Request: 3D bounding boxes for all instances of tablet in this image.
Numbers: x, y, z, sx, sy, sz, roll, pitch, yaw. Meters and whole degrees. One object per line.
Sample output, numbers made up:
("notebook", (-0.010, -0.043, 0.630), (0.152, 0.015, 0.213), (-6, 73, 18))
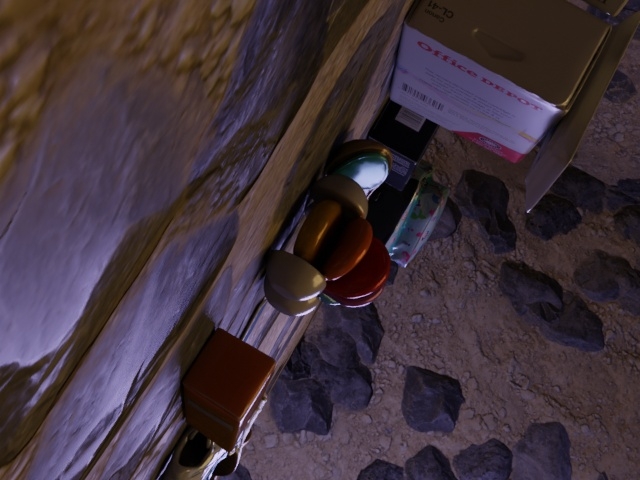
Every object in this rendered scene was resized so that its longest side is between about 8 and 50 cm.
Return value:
("tablet", (-0.098, 0.120, 1.234), (0.083, 0.006, 0.054), (-61, 176, 15))

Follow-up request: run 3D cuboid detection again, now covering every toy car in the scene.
("toy car", (0.019, 0.022, 1.069), (0.159, 0.136, 0.182), (-59, 176, -19))

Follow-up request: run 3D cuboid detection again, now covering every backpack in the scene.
("backpack", (0.162, -0.077, 1.885), (0.225, 0.191, 0.253), (-63, 180, 24))

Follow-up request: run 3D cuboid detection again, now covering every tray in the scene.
("tray", (0.331, -0.172, 1.141), (0.270, 0.030, 0.145), (-58, 174, -24))

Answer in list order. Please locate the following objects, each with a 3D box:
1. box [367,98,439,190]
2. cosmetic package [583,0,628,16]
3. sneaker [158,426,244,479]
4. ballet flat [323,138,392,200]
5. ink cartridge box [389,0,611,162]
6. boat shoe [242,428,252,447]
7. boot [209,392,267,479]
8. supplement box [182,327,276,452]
("box", (0.145, -0.188, 1.475), (0.156, 0.093, 0.158), (-60, 177, -13))
("cosmetic package", (0.342, -0.476, 0.943), (0.161, 0.230, 0.453), (-58, 175, -23))
("sneaker", (-0.150, 0.269, 1.210), (0.191, 0.071, 0.083), (-56, 168, -48))
("ballet flat", (0.038, -0.088, 1.141), (0.232, 0.080, 0.073), (117, -24, -64))
("ink cartridge box", (0.224, -0.234, 1.185), (0.131, 0.226, 0.306), (-60, 177, -7))
("boat shoe", (-0.193, 0.414, 1.756), (0.059, 0.063, 0.170), (-59, 167, 22))
("boot", (-0.140, 0.287, 1.383), (0.165, 0.077, 0.213), (-57, -179, -31))
("supplement box", (-0.109, 0.177, 1.013), (0.078, 0.080, 0.233), (-58, 174, -23))
